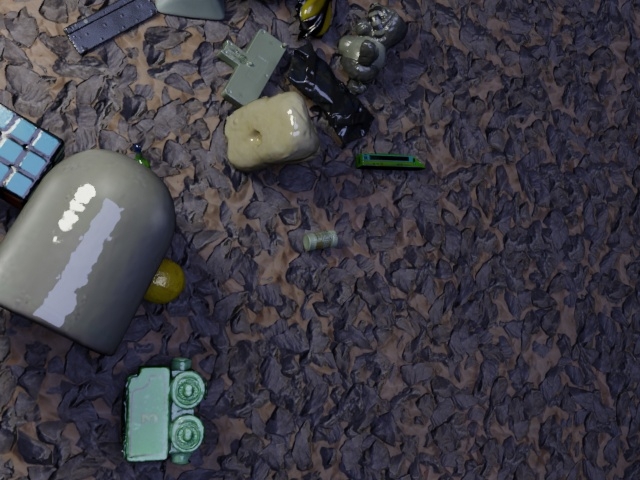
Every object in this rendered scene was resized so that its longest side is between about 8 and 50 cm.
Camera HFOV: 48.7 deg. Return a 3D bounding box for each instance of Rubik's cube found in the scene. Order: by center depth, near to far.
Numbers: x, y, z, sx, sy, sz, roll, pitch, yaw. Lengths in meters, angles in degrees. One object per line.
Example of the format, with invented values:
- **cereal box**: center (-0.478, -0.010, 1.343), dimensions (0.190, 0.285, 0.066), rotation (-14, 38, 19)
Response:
- **Rubik's cube**: center (-0.660, -0.174, 1.516), dimensions (0.161, 0.163, 0.162), rotation (32, 75, -14)

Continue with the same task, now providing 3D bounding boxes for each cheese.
- **cheese**: center (-0.079, -0.274, 1.766), dimensions (0.251, 0.248, 0.173), rotation (-7, 88, -32)

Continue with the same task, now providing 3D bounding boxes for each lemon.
- **lemon**: center (-0.373, 0.094, 1.652), dimensions (0.133, 0.109, 0.109), rotation (23, 74, -36)

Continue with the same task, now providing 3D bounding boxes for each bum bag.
- **bum bag**: center (0.024, -0.391, 1.913), dimensions (0.310, 0.074, 0.137), rotation (45, 59, -18)

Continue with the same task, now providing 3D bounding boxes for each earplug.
- **earplug**: center (-0.480, 0.008, 1.485), dimensions (0.313, 0.313, 0.394), rotation (32, 76, -19)

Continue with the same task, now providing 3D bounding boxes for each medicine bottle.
- **medicine bottle**: center (0.000, 0.000, 1.872), dimensions (0.083, 0.047, 0.047), rotation (-7, 87, -25)

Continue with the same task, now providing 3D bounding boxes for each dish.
- **dish**: center (-0.323, -0.692, 1.784), dimensions (0.182, 0.080, 0.243), rotation (-1, 84, -25)

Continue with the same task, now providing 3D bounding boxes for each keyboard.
- **keyboard**: center (-0.505, -0.531, 1.711), dimensions (0.231, 0.023, 0.072), rotation (-38, 107, -23)

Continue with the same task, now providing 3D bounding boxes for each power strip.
- **power strip**: center (-0.193, -0.456, 1.826), dimensions (0.145, 0.061, 0.215), rotation (32, 71, -20)

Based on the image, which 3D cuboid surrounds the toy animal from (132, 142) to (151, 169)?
- **toy animal**: center (-0.423, -0.133, 1.688), dimensions (0.041, 0.075, 0.216), rotation (-14, 119, -23)

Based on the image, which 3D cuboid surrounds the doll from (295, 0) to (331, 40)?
- **doll**: center (-0.008, -0.652, 1.923), dimensions (0.127, 0.088, 0.248), rotation (28, 69, -20)

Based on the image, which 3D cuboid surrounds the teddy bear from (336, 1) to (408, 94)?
- **teddy bear**: center (0.130, -0.543, 1.937), dimensions (0.144, 0.171, 0.251), rotation (34, 76, 3)

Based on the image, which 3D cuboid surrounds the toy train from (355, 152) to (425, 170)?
- **toy train**: center (0.201, -0.223, 1.994), dimensions (0.209, 0.044, 0.042), rotation (-1, 83, -26)

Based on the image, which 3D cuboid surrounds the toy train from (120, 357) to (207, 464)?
- **toy train**: center (-0.358, 0.390, 1.618), dimensions (0.188, 0.132, 0.243), rotation (3, 83, -17)
